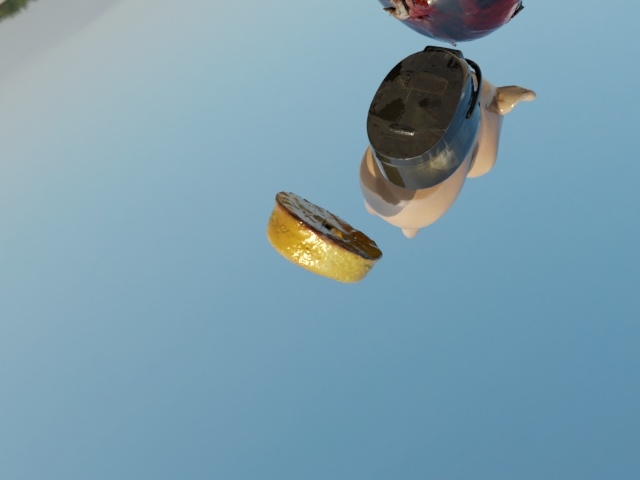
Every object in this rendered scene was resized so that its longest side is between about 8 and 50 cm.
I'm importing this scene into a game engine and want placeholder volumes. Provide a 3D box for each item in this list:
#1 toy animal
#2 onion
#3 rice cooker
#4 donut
[{"bbox_3d":[0.154,-0.132,1.254,0.250,0.166,0.154,-53,168,-16],"label":"toy animal"},{"bbox_3d":[0.201,-0.459,1.567,0.314,0.314,0.232,0,-127,54],"label":"onion"},{"bbox_3d":[0.119,-0.138,1.045,0.112,0.106,0.165,16,-121,28],"label":"rice cooker"},{"bbox_3d":[0.000,0.000,1.142,0.058,0.151,0.152,-61,-162,14],"label":"donut"}]
